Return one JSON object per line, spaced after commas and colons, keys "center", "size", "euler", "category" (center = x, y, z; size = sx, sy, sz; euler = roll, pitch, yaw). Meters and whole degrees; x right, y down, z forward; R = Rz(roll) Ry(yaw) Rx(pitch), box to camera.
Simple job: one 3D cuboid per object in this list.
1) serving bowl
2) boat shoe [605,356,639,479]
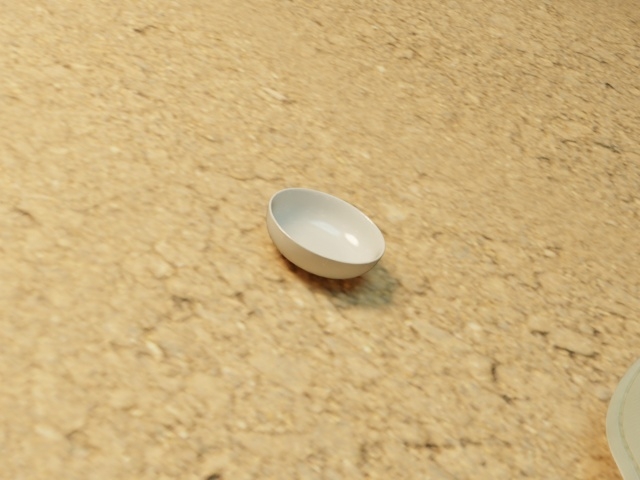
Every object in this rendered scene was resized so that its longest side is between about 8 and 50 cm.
{"center": [0.000, 0.000, 0.965], "size": [0.083, 0.027, 0.083], "euler": [19, 28, -11], "category": "serving bowl"}
{"center": [0.228, 0.153, 0.833], "size": [0.114, 0.091, 0.302], "euler": [-14, 22, 21], "category": "boat shoe"}
